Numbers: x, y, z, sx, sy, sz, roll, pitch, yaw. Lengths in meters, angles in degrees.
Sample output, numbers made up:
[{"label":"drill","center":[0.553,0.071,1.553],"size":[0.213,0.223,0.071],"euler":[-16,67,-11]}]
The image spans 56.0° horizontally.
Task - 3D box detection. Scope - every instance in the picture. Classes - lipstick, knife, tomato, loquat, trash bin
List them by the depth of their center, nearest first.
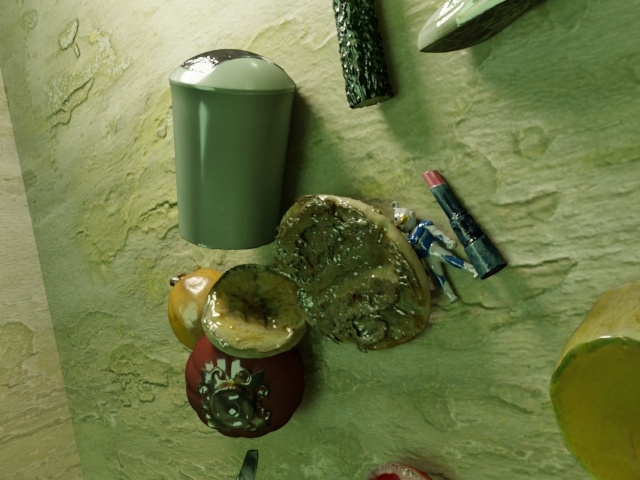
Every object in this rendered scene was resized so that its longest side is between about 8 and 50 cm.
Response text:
[{"label":"lipstick","center":[0.258,-0.039,1.117],"size":[0.053,0.053,0.234],"euler":[-50,59,40]},{"label":"tomato","center":[0.199,0.564,1.262],"size":[0.228,0.112,0.199],"euler":[31,108,42]},{"label":"trash bin","center":[-0.205,-0.218,1.394],"size":[0.280,0.280,0.431],"euler":[25,119,40]},{"label":"loquat","center":[-0.318,0.193,1.658],"size":[0.238,0.193,0.238],"euler":[39,141,42]},{"label":"knife","center":[-0.222,0.703,1.800],"size":[0.060,0.028,0.230],"euler":[32,119,23]}]

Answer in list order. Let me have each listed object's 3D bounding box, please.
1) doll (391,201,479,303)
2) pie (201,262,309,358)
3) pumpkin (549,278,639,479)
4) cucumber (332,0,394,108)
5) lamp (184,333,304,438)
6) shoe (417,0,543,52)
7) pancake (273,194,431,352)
[{"label":"doll","center":[0.205,0.014,1.173],"size":[0.227,0.057,0.114],"euler":[52,135,22]},{"label":"pie","center":[-0.152,0.161,1.431],"size":[0.274,0.274,0.055],"euler":[44,149,31]},{"label":"pumpkin","center":[0.476,0.224,0.839],"size":[0.332,0.199,0.332],"euler":[11,105,47]},{"label":"cucumber","center":[0.068,-0.446,1.184],"size":[0.096,0.096,0.359],"euler":[-8,94,47]},{"label":"lamp","center":[-0.187,0.344,1.499],"size":[0.303,0.257,0.303],"euler":[3,110,7]},{"label":"shoe","center":[0.272,-0.429,0.961],"size":[0.316,0.124,0.159],"euler":[-18,86,41]},{"label":"pancake","center":[0.050,0.070,1.268],"size":[0.382,0.071,0.382],"euler":[20,126,30]}]
